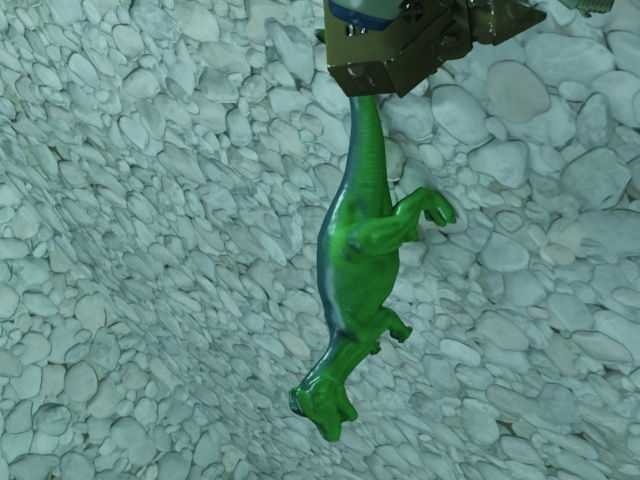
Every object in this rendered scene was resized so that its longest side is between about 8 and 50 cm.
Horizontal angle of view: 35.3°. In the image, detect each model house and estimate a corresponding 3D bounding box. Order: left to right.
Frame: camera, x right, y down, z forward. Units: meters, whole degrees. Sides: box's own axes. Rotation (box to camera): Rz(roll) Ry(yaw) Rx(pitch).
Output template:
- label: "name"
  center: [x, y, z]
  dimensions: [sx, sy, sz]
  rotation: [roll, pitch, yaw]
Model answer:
- label: "model house"
  center: [0.137, -0.269, 1.175]
  dimensions: [0.248, 0.176, 0.181]
  rotation: [-4, 175, 9]

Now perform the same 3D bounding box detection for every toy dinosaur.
- label: "toy dinosaur"
  center: [0.000, 0.000, 1.441]
  dimensions: [0.144, 0.374, 0.500]
  rotation: [11, 141, 53]

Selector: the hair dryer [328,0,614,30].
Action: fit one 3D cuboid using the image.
- label: "hair dryer"
  center: [0.148, -0.365, 1.010]
  dimensions: [0.298, 0.119, 0.296]
  rotation: [-2, 111, 4]
